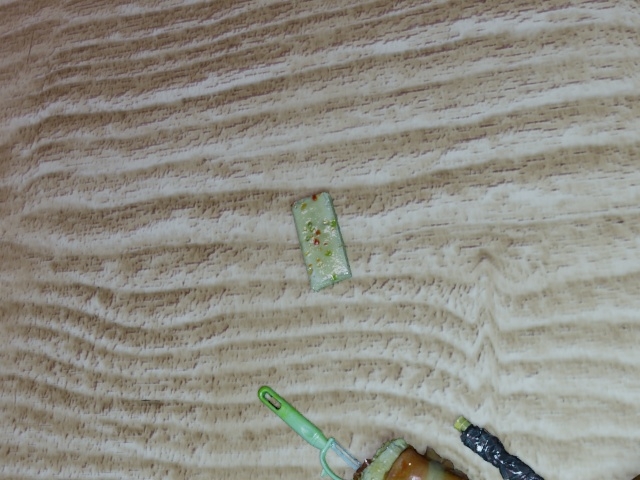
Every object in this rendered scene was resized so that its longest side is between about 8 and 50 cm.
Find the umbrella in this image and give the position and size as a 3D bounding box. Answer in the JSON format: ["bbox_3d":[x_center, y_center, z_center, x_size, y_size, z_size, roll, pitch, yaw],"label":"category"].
[{"bbox_3d":[0.234,0.285,1.282,0.144,0.040,0.037,37,96,32],"label":"umbrella"}]

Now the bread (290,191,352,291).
[{"bbox_3d":[0.000,0.000,1.506,0.068,0.028,0.154,-20,65,13],"label":"bread"}]

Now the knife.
[{"bbox_3d":[-0.023,0.286,1.409,0.212,0.015,0.054,37,95,30],"label":"knife"}]

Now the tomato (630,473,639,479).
[{"bbox_3d":[0.433,0.368,1.057,0.270,0.222,0.270,-9,68,23],"label":"tomato"}]

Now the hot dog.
[{"bbox_3d":[0.138,0.354,1.267,0.213,0.103,0.146,33,64,21],"label":"hot dog"}]
